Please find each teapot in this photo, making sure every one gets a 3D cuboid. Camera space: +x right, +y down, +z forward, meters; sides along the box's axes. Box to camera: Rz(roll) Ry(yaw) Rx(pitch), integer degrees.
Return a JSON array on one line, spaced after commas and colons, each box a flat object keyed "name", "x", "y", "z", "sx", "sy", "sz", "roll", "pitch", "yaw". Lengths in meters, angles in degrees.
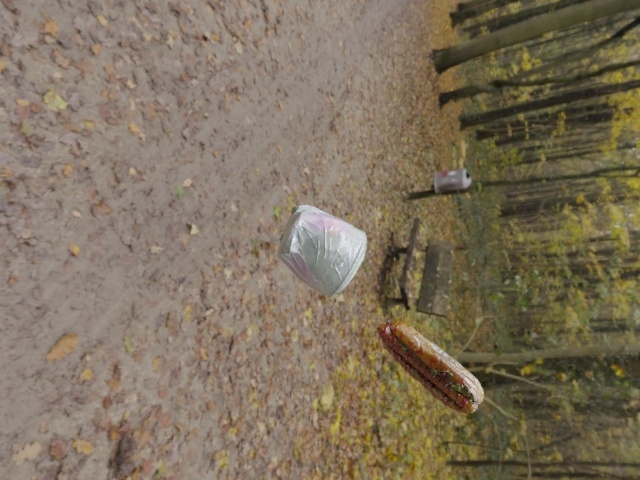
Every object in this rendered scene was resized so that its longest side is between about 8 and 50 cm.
[{"name": "teapot", "x": 0.005, "y": -0.005, "z": 0.959, "sx": 0.178, "sy": 0.163, "sz": 0.222, "roll": 31, "pitch": 55, "yaw": -8}]

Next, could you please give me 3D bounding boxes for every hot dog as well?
[{"name": "hot dog", "x": 0.126, "y": 0.149, "z": 0.519, "sx": 0.038, "sy": 0.144, "sz": 0.062, "roll": -36, "pitch": 157, "yaw": -38}]
